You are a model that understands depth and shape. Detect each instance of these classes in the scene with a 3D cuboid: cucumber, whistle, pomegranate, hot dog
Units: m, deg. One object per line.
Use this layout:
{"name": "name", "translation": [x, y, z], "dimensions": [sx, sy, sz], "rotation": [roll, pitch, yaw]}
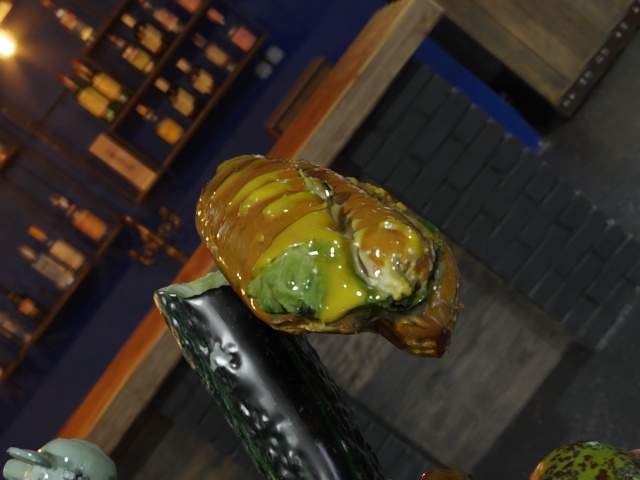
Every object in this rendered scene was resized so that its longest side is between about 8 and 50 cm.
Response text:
{"name": "cucumber", "translation": [-0.017, 0.112, 0.624], "dimensions": [0.074, 0.241, 0.074], "rotation": [-31, -19, -12]}
{"name": "whistle", "translation": [-0.225, 0.219, 0.872], "dimensions": [0.236, 0.114, 0.077], "rotation": [-42, 25, 64]}
{"name": "pomegranate", "translation": [0.370, 0.346, 1.293], "dimensions": [0.276, 0.204, 0.222], "rotation": [-56, -31, -40]}
{"name": "hot dog", "translation": [0.000, 0.000, 0.531], "dimensions": [0.269, 0.115, 0.072], "rotation": [-145, 73, -69]}

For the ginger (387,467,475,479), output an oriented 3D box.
{"name": "ginger", "translation": [0.045, 0.355, 1.116], "dimensions": [0.152, 0.357, 0.274], "rotation": [42, 109, 39]}
